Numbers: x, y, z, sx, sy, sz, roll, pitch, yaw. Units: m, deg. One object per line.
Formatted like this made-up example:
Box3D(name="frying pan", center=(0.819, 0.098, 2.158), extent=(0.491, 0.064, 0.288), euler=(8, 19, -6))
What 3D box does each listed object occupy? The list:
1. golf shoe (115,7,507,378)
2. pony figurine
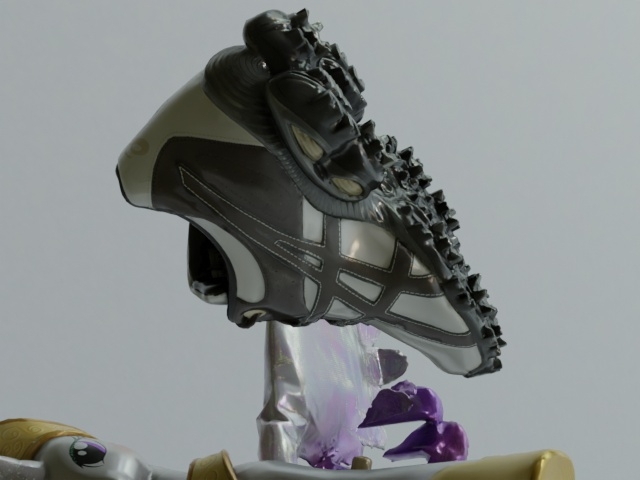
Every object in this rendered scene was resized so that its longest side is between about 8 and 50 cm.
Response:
Box3D(name="golf shoe", center=(0.000, 0.000, 0.570), extent=(0.094, 0.198, 0.077), euler=(-31, -137, 11))
Box3D(name="pony figurine", center=(0.007, 0.161, 0.875), extent=(0.363, 0.351, 0.303), euler=(4, -101, 31))
